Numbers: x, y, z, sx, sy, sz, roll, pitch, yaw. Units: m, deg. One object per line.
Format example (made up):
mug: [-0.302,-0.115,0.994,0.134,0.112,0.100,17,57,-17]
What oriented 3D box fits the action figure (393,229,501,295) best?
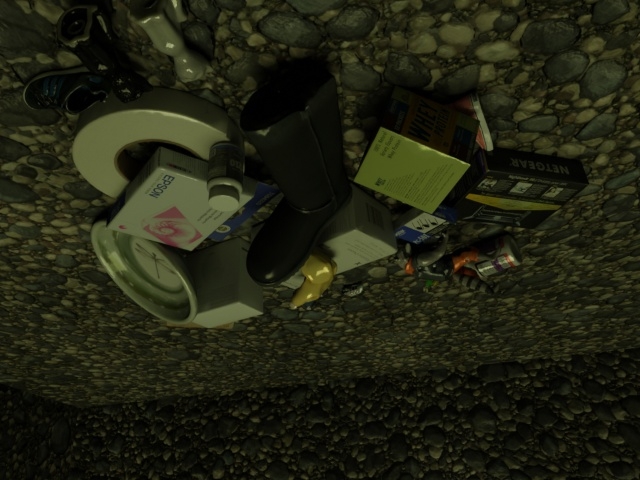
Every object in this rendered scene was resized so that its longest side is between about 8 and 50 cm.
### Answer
action figure: [0.386,0.055,1.687,0.330,0.178,0.341,7,151,22]

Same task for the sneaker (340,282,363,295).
sneaker: [0.113,0.186,2.065,0.069,0.038,0.098,12,148,-28]

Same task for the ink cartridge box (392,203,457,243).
ink cartridge box: [0.284,-0.049,1.517,0.097,0.046,0.207,19,159,-13]

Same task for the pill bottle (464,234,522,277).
pill bottle: [0.560,0.060,1.812,0.193,0.108,0.108,-24,146,33]

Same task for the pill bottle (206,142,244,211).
pill bottle: [-0.207,-0.137,1.179,0.078,0.137,0.078,-2,152,-1]

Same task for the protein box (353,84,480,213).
protein box: [0.210,-0.197,1.205,0.201,0.136,0.200,22,148,-2]

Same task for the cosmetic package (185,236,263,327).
cosmetic package: [-0.310,0.141,1.738,0.224,0.224,0.138,-17,149,25]

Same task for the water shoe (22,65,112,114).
water shoe: [-0.510,-0.290,1.072,0.203,0.080,0.073,-13,149,16]

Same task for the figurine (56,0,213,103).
figurine: [-0.321,-0.343,0.988,0.215,0.092,0.209,-15,156,6]

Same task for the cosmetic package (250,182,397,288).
cosmetic package: [0.000,0.000,1.587,0.385,0.156,0.217,-25,147,32]

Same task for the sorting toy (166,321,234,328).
sorting toy: [-0.448,0.248,2.062,0.255,0.089,0.257,5,151,-15]

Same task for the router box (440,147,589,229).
router box: [0.516,-0.135,1.475,0.309,0.081,0.243,6,151,-17]

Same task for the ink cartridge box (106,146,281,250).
ink cartridge box: [-0.317,-0.077,1.356,0.330,0.071,0.324,18,145,-33]

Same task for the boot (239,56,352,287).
boot: [-0.079,-0.123,1.196,0.146,0.367,0.445,31,163,19]

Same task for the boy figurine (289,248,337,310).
boy figurine: [-0.022,0.112,1.477,0.092,0.177,0.285,39,161,12]

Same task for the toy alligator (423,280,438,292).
toy alligator: [0.415,0.136,2.000,0.051,0.056,0.189,-40,158,-19]

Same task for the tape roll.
tape roll: [-0.369,-0.198,1.268,0.392,0.072,0.392,-2,152,-1]

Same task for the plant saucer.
plant saucer: [-0.501,0.076,1.613,0.400,0.100,0.400,23,139,22]

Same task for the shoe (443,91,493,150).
shoe: [0.342,-0.262,1.245,0.081,0.063,0.178,-15,144,23]
